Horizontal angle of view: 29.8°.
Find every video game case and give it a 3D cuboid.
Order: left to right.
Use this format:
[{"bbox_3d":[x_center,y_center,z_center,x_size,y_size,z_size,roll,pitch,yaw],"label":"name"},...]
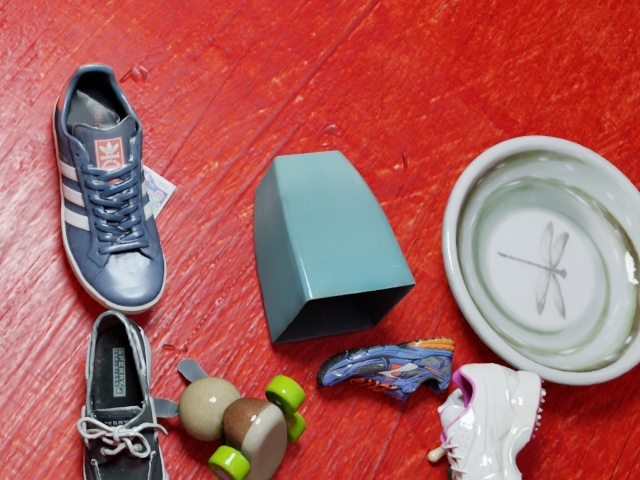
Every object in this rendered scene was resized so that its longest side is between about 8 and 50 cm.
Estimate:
[{"bbox_3d":[-0.270,-0.053,1.693,0.087,0.011,0.122,34,63,-8],"label":"video game case"}]

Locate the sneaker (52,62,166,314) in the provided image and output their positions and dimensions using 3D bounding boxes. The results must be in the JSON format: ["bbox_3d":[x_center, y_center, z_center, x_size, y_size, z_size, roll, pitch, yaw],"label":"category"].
[{"bbox_3d":[-0.283,-0.078,1.599,0.131,0.148,0.350,-12,70,-24],"label":"sneaker"}]

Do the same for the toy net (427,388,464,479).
[{"bbox_3d":[0.214,0.324,1.745,0.122,0.045,0.232,22,65,-14],"label":"toy net"}]

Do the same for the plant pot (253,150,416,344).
[{"bbox_3d":[0.000,0.000,1.707,0.166,0.165,0.234,-7,67,-24],"label":"plant pot"}]

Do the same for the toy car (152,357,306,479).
[{"bbox_3d":[-0.138,0.239,1.607,0.188,0.149,0.155,27,56,20],"label":"toy car"}]

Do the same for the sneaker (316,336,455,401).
[{"bbox_3d":[0.100,0.191,1.727,0.221,0.083,0.087,-6,82,-21],"label":"sneaker"}]

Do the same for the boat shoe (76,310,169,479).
[{"bbox_3d":[-0.252,0.240,1.530,0.113,0.105,0.306,-1,71,1],"label":"boat shoe"}]

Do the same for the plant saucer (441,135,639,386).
[{"bbox_3d":[0.352,0.038,1.870,0.401,0.100,0.400,8,69,-21],"label":"plant saucer"}]

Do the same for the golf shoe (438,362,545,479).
[{"bbox_3d":[0.218,0.311,1.679,0.140,0.115,0.306,19,60,-2],"label":"golf shoe"}]
